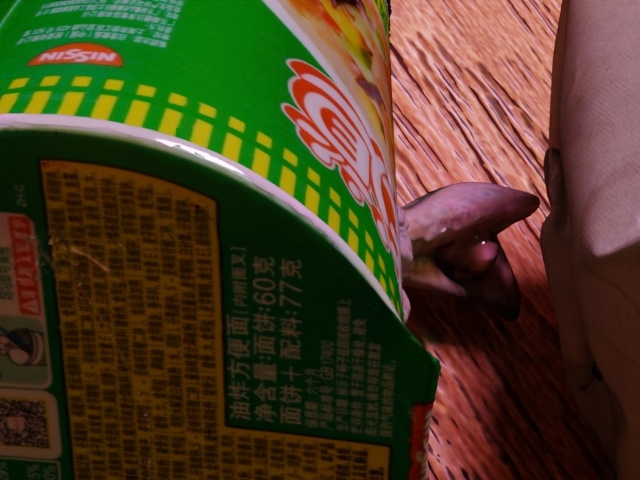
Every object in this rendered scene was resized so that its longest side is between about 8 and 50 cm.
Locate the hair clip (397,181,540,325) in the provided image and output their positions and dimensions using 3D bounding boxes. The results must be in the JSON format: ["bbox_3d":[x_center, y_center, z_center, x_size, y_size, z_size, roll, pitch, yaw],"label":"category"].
[{"bbox_3d":[0.005,-0.005,0.838,0.300,0.069,0.173,3,44,-49],"label":"hair clip"}]

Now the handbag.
[{"bbox_3d":[0.158,0.001,0.890,0.316,0.109,0.253,-87,169,-52],"label":"handbag"}]

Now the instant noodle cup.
[{"bbox_3d":[-0.054,-0.017,0.636,0.207,0.207,0.232,34,34,-16],"label":"instant noodle cup"}]
